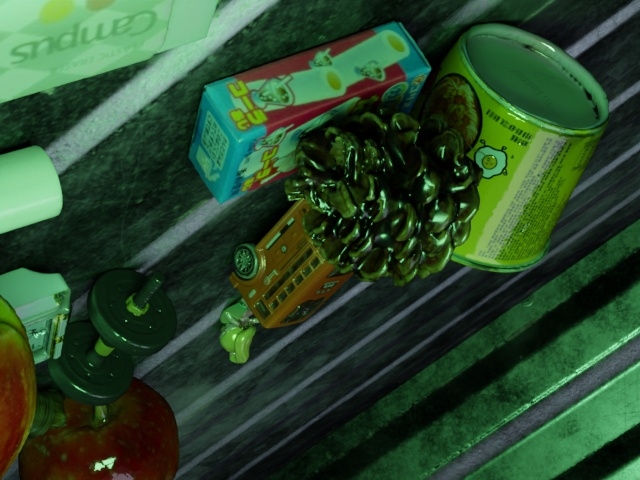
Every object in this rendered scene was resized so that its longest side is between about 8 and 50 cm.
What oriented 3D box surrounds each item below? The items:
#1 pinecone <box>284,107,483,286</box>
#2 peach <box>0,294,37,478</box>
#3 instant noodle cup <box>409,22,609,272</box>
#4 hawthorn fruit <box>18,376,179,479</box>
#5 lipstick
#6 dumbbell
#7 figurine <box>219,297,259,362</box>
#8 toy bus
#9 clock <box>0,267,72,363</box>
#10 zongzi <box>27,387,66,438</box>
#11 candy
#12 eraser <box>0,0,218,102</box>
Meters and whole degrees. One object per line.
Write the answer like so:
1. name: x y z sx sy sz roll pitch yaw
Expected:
1. pinecone: 0.086 -0.059 1.556 0.243 0.243 0.257 -38 156 14
2. peach: -0.517 0.189 1.399 0.372 0.290 0.373 -27 147 -19
3. instant noodle cup: 0.262 -0.150 1.812 0.325 0.326 0.254 -15 146 -42
4. hawthorn fruit: -0.385 0.354 2.115 0.287 0.287 0.330 -22 143 -28
5. lipstick: -0.448 -0.021 1.319 0.326 0.087 0.087 -20 157 -31
6. dumbbell: -0.319 0.148 1.848 0.143 0.143 0.325 -10 151 -48
7. figurine: -0.143 0.152 2.250 0.083 0.083 0.187 -16 145 -39
8. toy bus: 0.000 0.000 1.972 0.143 0.153 0.329 -7 148 -48
9. clock: -0.472 0.136 1.673 0.253 0.083 0.186 -22 158 -28
10. zongzi: -0.536 0.279 1.962 0.184 0.084 0.187 -17 154 16
11. candy: -0.015 -0.172 1.610 0.305 0.100 0.157 -24 159 -26
12. eraser: -0.270 -0.225 1.107 0.396 0.082 0.213 -22 159 -27
